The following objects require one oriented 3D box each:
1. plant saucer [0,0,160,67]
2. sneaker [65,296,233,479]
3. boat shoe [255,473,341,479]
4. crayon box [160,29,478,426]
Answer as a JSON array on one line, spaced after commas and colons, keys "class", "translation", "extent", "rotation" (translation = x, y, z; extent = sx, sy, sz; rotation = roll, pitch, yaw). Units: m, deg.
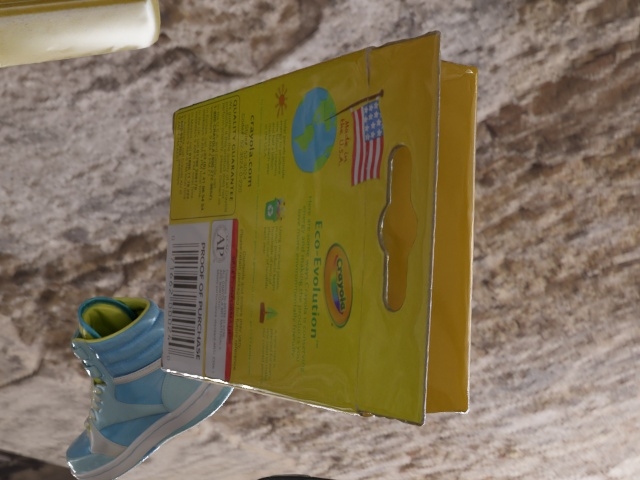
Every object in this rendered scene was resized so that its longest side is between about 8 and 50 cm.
[{"class": "plant saucer", "translation": [-0.282, -0.319, 0.902], "extent": [0.081, 0.332, 0.333], "rotation": [15, -65, 48]}, {"class": "sneaker", "translation": [-0.276, 0.185, 1.345], "extent": [0.319, 0.208, 0.127], "rotation": [-37, -162, 27]}, {"class": "boat shoe", "translation": [0.057, 0.331, 1.153], "extent": [0.302, 0.091, 0.114], "rotation": [2, -138, 8]}, {"class": "crayon box", "translation": [0.000, 0.000, 0.644], "extent": [0.318, 0.081, 0.202], "rotation": [-1, -94, 59]}]
